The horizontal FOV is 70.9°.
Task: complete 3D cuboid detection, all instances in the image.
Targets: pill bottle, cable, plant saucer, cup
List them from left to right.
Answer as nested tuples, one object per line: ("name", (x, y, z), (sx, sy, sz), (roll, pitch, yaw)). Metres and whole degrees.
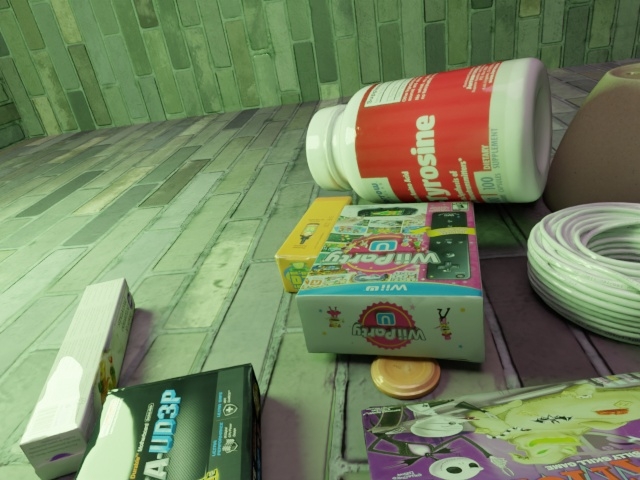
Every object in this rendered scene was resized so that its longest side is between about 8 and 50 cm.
("plant saucer", (0.103, 0.157, 0.547), (0.083, 0.013, 0.083), (-8, 27, 4))
("pill bottle", (0.185, -0.181, 0.825), (0.408, 0.229, 0.229), (3, 29, 35))
("cable", (0.421, 0.031, 0.608), (0.257, 0.089, 0.257), (-25, 30, -28))
("cup", (0.588, -0.180, 0.796), (0.331, 0.237, 0.331), (-7, 28, 4))

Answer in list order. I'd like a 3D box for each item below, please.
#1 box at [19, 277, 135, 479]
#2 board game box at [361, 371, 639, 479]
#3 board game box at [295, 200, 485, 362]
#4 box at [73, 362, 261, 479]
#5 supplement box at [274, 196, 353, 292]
("box", (-0.313, 0.162, 0.615), (0.067, 0.063, 0.324), (-13, 28, -10))
("board game box", (0.210, 0.167, 0.360), (0.347, 0.056, 0.208), (-8, 2, 2))
("board game box", (0.119, 0.040, 0.664), (0.224, 0.097, 0.303), (-2, 26, 17))
("box", (-0.148, 0.230, 0.447), (0.175, 0.051, 0.220), (-10, 28, -2))
("supplement box", (0.000, 0.000, 0.811), (0.078, 0.080, 0.233), (0, 27, 20))
